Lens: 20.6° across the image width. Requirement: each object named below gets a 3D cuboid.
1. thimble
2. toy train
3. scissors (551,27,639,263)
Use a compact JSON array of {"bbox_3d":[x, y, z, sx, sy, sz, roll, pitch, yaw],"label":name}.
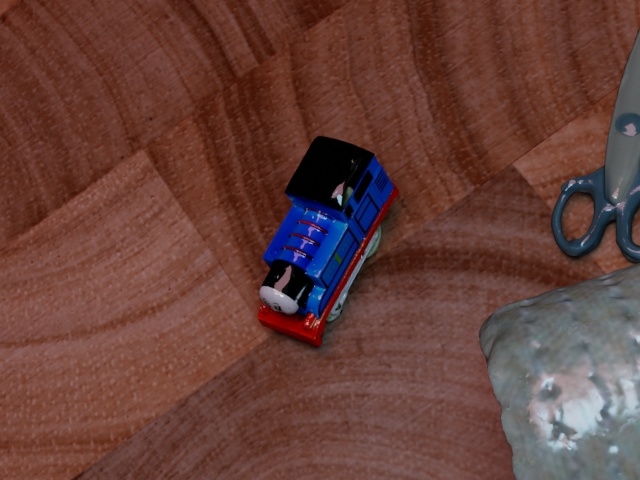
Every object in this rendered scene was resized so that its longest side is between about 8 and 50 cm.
[{"bbox_3d":[0.269,0.177,1.618,0.195,0.291,0.292,-18,57,6],"label":"thimble"},{"bbox_3d":[0.000,0.000,1.922,0.082,0.131,0.204,19,70,29],"label":"toy train"},{"bbox_3d":[0.335,-0.109,1.906,0.138,0.041,0.289,5,67,23],"label":"scissors"}]
